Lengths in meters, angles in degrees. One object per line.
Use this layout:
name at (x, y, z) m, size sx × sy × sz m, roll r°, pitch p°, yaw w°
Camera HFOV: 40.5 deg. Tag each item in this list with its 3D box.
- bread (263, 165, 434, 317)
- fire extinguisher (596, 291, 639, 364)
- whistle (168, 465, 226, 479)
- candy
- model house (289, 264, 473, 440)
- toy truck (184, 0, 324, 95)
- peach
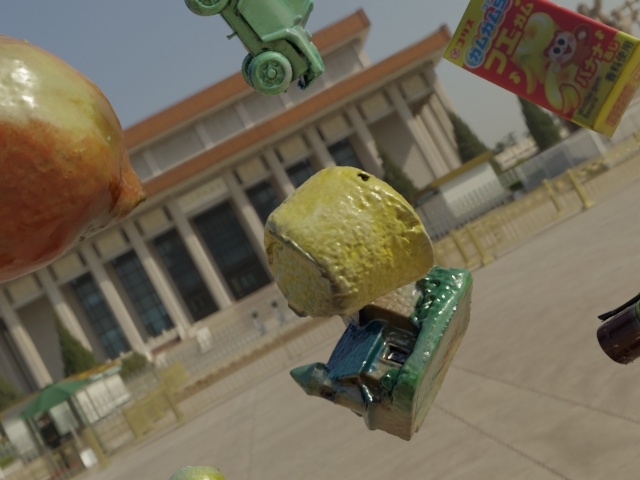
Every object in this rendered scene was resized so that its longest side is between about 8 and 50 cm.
bread at (0.031, 0.006, 1.095) m, size 0.171 × 0.197 × 0.197 m, roll -38°, pitch 1°, yaw -23°
fire extinguisher at (0.267, 0.047, 0.646) m, size 0.039 × 0.056 × 0.132 m, roll 8°, pitch -38°, yaw -34°
whistle at (-0.183, 0.453, 1.477) m, size 0.123 × 0.122 × 0.223 m, roll -30°, pitch -37°, yaw 27°
candy at (0.333, -0.274, 1.280) m, size 0.088 × 0.276 × 0.146 m, roll 2°, pitch -61°, yaw -53°
model house at (0.107, 0.183, 1.675) m, size 0.312 × 0.280 × 0.245 m, roll -58°, pitch -22°, yaw -29°
toy truck at (-0.102, -0.354, 1.340) m, size 0.156 × 0.279 × 0.155 m, roll -39°, pitch 17°, yaw 2°
peach at (-0.285, -0.073, 0.784) m, size 0.257 × 0.232 × 0.232 m, roll 20°, pitch -32°, yaw -31°
